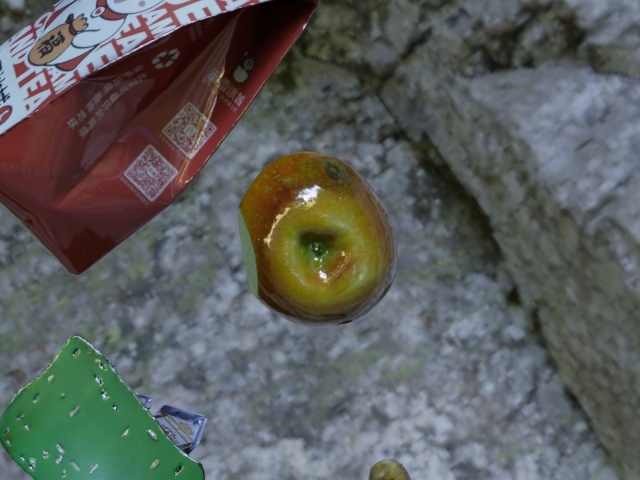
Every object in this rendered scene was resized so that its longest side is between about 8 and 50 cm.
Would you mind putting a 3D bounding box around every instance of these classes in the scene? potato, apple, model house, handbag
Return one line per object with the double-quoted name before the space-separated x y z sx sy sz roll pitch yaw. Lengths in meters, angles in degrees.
"potato" 0.065 0.234 1.077 0.040 0.083 0.051 7 -54 -25
"apple" 0.000 0.000 0.775 0.099 0.114 0.102 -7 17 -9
"model house" -0.157 0.164 0.955 0.117 0.167 0.088 -50 -15 10
"handbag" -0.137 -0.130 0.974 0.298 0.171 0.151 -35 -55 3
